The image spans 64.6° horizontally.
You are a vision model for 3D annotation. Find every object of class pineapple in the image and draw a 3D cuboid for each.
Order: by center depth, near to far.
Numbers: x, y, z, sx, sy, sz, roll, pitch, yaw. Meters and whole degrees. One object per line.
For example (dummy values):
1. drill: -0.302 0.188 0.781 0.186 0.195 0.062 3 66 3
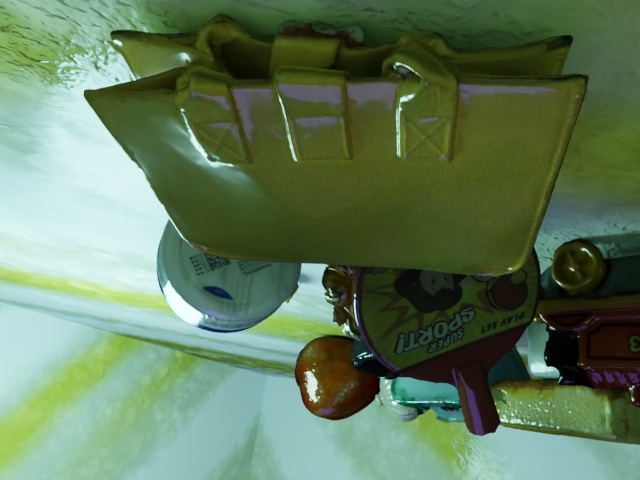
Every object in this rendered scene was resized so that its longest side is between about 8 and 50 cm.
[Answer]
1. pineapple: 0.067 0.047 0.809 0.115 0.186 0.236 5 116 20

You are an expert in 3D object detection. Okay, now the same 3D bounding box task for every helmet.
1. helmet: 0.205 0.232 1.213 0.279 0.160 0.230 -19 145 27

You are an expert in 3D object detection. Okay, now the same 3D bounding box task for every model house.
1. model house: 0.377 0.383 1.321 0.249 0.230 0.281 44 144 -22

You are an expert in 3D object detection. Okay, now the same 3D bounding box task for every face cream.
1. face cream: -0.132 0.027 0.744 0.206 0.205 0.111 15 158 -15

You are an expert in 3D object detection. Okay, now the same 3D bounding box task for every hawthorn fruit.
1. hawthorn fruit: 0.063 0.478 1.753 0.312 0.294 0.295 8 160 11

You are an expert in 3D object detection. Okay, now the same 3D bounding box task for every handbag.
1. handbag: 0.016 -0.087 0.504 0.401 0.133 0.283 5 154 12

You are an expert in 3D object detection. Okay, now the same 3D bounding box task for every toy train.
1. toy train: 0.463 0.113 0.682 0.163 0.231 0.369 25 155 -35

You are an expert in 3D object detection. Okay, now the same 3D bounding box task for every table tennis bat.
1. table tennis bat: 0.195 0.123 0.735 0.268 0.051 0.414 -21 115 1

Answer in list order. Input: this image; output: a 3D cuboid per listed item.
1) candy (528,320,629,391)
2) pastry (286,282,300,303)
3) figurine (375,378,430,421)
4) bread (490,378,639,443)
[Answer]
1. candy: 0.624 0.231 1.042 0.208 0.145 0.359 21 158 -27
2. pastry: -0.118 0.102 1.151 0.140 0.056 0.080 19 146 -20
3. figurine: 0.337 0.448 1.614 0.332 0.185 0.204 -37 136 24
4. bread: 0.532 0.363 1.086 0.185 0.114 0.275 20 160 -32
